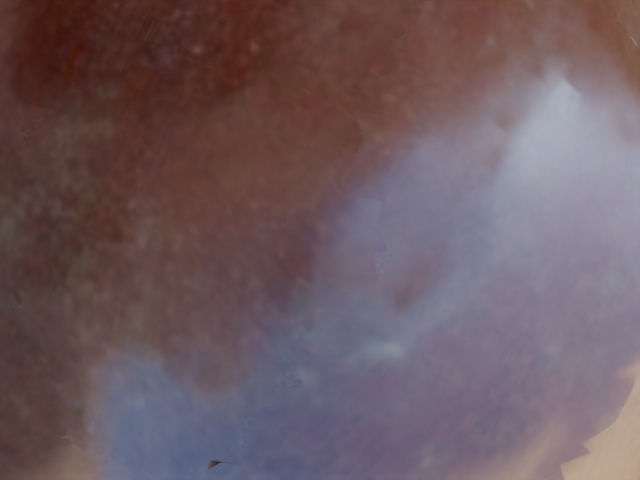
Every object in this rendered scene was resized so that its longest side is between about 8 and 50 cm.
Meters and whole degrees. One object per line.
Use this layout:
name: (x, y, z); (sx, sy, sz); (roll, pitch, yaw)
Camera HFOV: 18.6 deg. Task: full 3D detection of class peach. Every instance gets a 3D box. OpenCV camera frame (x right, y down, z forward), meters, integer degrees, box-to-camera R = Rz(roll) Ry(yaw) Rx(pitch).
peach: (0.000, 0.000, 0.521); (0.252, 0.252, 0.252); (-22, 147, -15)
